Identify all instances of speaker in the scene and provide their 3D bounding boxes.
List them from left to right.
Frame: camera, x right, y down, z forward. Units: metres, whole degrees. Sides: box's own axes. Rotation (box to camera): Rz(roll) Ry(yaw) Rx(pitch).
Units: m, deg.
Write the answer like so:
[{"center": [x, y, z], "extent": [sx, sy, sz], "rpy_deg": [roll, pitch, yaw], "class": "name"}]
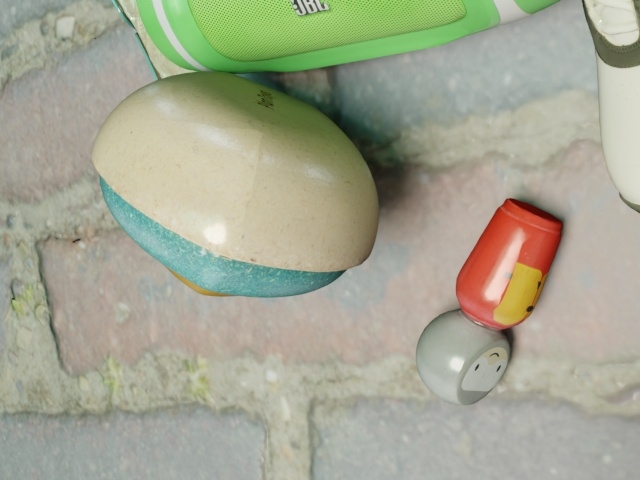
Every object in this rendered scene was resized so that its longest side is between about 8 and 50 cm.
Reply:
[{"center": [0.015, -0.191, 0.536], "extent": [0.296, 0.131, 0.131], "rpy_deg": [-2, 97, 34], "class": "speaker"}]

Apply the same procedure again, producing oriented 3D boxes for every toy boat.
[{"center": [0.000, 0.000, 0.532], "extent": [0.318, 0.267, 0.148], "rpy_deg": [22, 106, -5], "class": "toy boat"}]

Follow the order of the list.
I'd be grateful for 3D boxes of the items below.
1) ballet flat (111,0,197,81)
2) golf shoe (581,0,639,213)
[{"center": [-0.146, -0.197, 0.695], "extent": [0.052, 0.057, 0.168], "rpy_deg": [-31, 83, 5], "class": "ballet flat"}, {"center": [0.173, -0.147, 0.429], "extent": [0.105, 0.120, 0.273], "rpy_deg": [-163, 73, -65], "class": "golf shoe"}]
